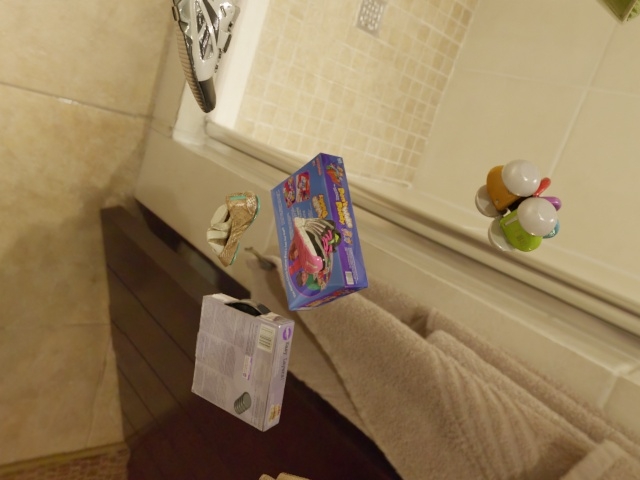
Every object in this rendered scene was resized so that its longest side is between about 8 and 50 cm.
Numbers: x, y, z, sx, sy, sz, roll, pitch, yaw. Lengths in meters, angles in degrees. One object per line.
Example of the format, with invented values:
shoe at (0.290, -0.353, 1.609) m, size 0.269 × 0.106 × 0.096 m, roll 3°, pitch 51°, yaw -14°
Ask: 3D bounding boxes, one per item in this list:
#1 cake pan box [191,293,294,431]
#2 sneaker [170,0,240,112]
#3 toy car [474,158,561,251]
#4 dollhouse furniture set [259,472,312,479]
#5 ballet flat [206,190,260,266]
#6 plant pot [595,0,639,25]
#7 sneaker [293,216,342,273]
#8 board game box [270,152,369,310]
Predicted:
cake pan box at (-0.189, 0.273, 1.194) m, size 0.070 × 0.246 × 0.267 m, roll -4°, pitch 104°, yaw -57°
sneaker at (-0.231, -0.439, 1.072) m, size 0.146 × 0.122 × 0.330 m, roll -16°, pitch 122°, yaw -21°
toy car at (0.406, -0.070, 1.002) m, size 0.136 × 0.182 × 0.159 m, roll -11°, pitch 164°, yaw -17°
dollhouse furniture set at (-0.075, 0.486, 0.597) m, size 0.174 × 0.303 × 0.355 m, roll 53°, pitch 53°, yaw -14°
ballet flat at (-0.173, -0.021, 0.933) m, size 0.067 × 0.073 × 0.206 m, roll 4°, pitch 141°, yaw -25°
plant pot at (0.234, -0.380, 0.403) m, size 0.275 × 0.293 × 0.275 m, roll -42°, pitch 167°, yaw -12°
sneaker at (0.000, 0.000, 0.801) m, size 0.075 × 0.170 × 0.063 m, roll -7°, pitch 109°, yaw -7°
board game box at (-0.013, -0.016, 1.305) m, size 0.078 × 0.233 × 0.347 m, roll 4°, pitch 68°, yaw -39°
